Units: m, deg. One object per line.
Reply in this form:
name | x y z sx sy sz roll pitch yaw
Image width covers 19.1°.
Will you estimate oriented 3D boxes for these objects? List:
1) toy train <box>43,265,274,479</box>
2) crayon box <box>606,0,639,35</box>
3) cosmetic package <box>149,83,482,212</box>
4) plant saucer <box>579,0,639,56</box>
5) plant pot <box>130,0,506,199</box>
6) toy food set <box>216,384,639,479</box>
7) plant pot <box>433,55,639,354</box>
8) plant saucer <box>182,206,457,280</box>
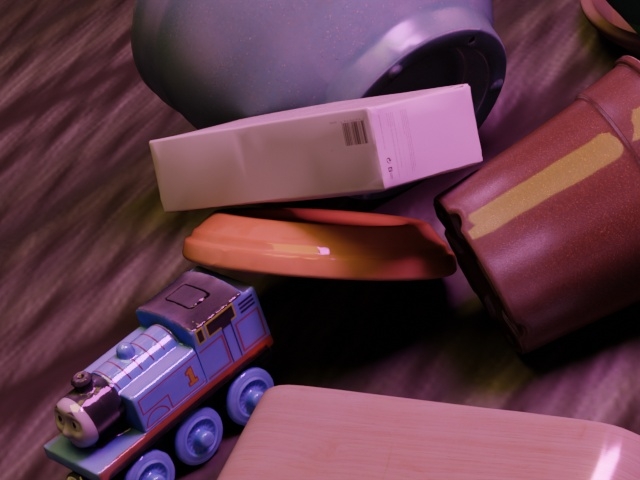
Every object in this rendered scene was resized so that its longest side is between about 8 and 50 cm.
toy train | -0.109 0.103 1.304 0.184 0.105 0.080 -38 35 -29
crayon box | 0.370 -0.178 1.457 0.202 0.081 0.318 -25 48 -9
cosmetic package | -0.007 -0.062 1.335 0.099 0.060 0.239 -19 9 -40
plant saucer | 0.362 -0.223 1.630 0.277 0.041 0.278 -14 31 8
plant pot | 0.025 -0.158 1.517 0.293 0.293 0.196 -31 60 -19
toy food set | 0.043 0.206 1.098 0.306 0.092 0.220 3 49 34
plant pot | 0.176 -0.015 1.299 0.165 0.167 0.167 -29 32 -2
plant saucer | 0.000 0.000 1.377 0.200 0.037 0.200 4 6 0
